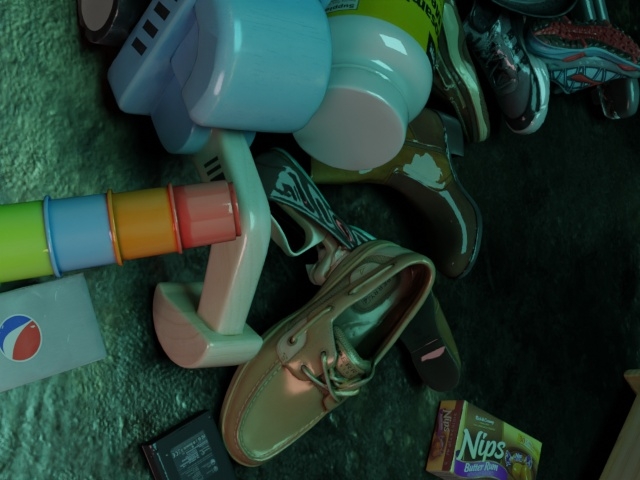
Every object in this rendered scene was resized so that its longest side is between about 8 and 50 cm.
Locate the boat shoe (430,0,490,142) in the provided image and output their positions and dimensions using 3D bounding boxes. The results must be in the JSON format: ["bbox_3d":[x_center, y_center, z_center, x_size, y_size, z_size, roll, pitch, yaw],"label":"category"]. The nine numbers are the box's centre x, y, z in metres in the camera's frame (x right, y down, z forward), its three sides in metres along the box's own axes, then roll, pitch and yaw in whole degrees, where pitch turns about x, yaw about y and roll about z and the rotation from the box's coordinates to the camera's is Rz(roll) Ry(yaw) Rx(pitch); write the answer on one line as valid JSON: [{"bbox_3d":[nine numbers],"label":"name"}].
[{"bbox_3d":[0.182,-0.257,1.590,0.095,0.095,0.257,-102,171,-65],"label":"boat shoe"}]

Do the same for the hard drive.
[{"bbox_3d":[-0.145,0.281,1.236,0.094,0.022,0.135,-27,99,-41],"label":"hard drive"}]

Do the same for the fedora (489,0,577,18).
[{"bbox_3d":[0.308,-0.499,1.627,0.334,0.152,0.334,19,48,-23],"label":"fedora"}]

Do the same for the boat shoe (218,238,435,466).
[{"bbox_3d":[0.007,0.138,1.283,0.121,0.110,0.341,43,79,-24],"label":"boat shoe"}]

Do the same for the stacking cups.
[{"bbox_3d":[-0.241,-0.013,1.062,0.316,0.096,0.096,-10,88,-10],"label":"stacking cups"}]

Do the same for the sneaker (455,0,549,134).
[{"bbox_3d":[0.266,-0.296,1.654,0.153,0.101,0.269,-3,78,-41],"label":"sneaker"}]

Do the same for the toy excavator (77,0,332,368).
[{"bbox_3d":[-0.112,-0.135,1.187,0.222,0.433,0.445,2,52,-41],"label":"toy excavator"}]

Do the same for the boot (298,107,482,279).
[{"bbox_3d":[0.098,-0.081,1.467,0.280,0.096,0.264,6,79,-39],"label":"boot"}]

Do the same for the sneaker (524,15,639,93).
[{"bbox_3d":[0.436,-0.307,1.783,0.261,0.125,0.104,5,50,-27],"label":"sneaker"}]

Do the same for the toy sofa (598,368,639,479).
[{"bbox_3d":[0.551,0.380,1.721,0.150,0.177,0.362,52,52,-21],"label":"toy sofa"}]

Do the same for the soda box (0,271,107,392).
[{"bbox_3d":[-0.362,0.114,1.033,0.286,0.091,0.098,-17,92,-42],"label":"soda box"}]

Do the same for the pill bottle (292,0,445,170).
[{"bbox_3d":[0.060,-0.258,1.358,0.188,0.188,0.334,38,45,-29],"label":"pill bottle"}]

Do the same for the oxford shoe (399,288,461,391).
[{"bbox_3d":[0.143,0.109,1.502,0.212,0.076,0.076,68,20,-8],"label":"oxford shoe"}]

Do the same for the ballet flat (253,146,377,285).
[{"bbox_3d":[0.000,0.000,1.378,0.280,0.095,0.096,41,67,-16],"label":"ballet flat"}]

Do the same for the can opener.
[{"bbox_3d":[0.512,-0.353,1.887,0.074,0.093,0.280,-13,86,-41],"label":"can opener"}]

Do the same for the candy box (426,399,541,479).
[{"bbox_3d":[0.244,0.318,1.548,0.186,0.053,0.109,33,62,-34],"label":"candy box"}]
